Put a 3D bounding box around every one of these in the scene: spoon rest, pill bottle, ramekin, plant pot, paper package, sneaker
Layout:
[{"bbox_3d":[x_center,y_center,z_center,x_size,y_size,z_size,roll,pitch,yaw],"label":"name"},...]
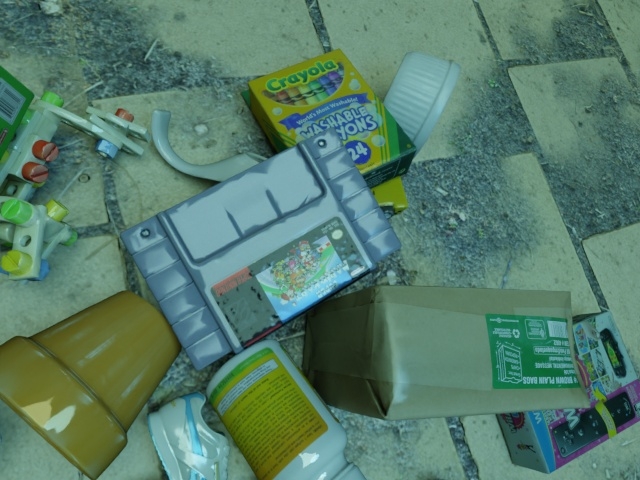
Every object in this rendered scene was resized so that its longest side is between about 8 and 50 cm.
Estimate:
[{"bbox_3d":[-0.175,-0.136,0.749,0.276,0.137,0.084,27,107,-1],"label":"spoon rest"},{"bbox_3d":[-0.048,0.279,0.608,0.136,0.136,0.246,-32,64,-24],"label":"pill bottle"},{"bbox_3d":[0.186,-0.281,0.860,0.109,0.207,0.207,25,68,0],"label":"ramekin"},{"bbox_3d":[-0.306,0.176,0.574,0.205,0.205,0.188,44,50,-2],"label":"plant pot"},{"bbox_3d":[0.169,0.174,0.659,0.324,0.309,0.168,5,74,-18],"label":"paper package"},{"bbox_3d":[-0.171,0.341,0.619,0.092,0.087,0.229,-25,86,-25],"label":"sneaker"}]

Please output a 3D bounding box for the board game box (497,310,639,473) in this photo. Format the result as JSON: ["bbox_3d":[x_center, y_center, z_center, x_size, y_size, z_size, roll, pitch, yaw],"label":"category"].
[{"bbox_3d":[0.496,0.295,0.852,0.303,0.097,0.224,-13,79,-21],"label":"board game box"}]

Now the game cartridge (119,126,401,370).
[{"bbox_3d":[-0.075,0.005,0.623,0.355,0.068,0.230,-30,85,-13],"label":"game cartridge"}]

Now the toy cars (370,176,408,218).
[{"bbox_3d":[0.000,0.000,0.777,0.176,0.087,0.394,38,69,14],"label":"toy cars"}]

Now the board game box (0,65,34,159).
[{"bbox_3d":[-0.580,-0.126,0.554,0.316,0.064,0.242,7,70,12],"label":"board game box"}]

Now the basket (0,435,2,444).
[{"bbox_3d":[-0.553,0.219,0.472,0.288,0.201,0.255,22,66,18],"label":"basket"}]

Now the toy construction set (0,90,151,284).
[{"bbox_3d":[-0.418,-0.104,0.629,0.215,0.151,0.328,16,60,12],"label":"toy construction set"}]

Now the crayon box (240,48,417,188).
[{"bbox_3d":[0.002,-0.230,0.788,0.203,0.083,0.323,-26,69,-14],"label":"crayon box"}]
